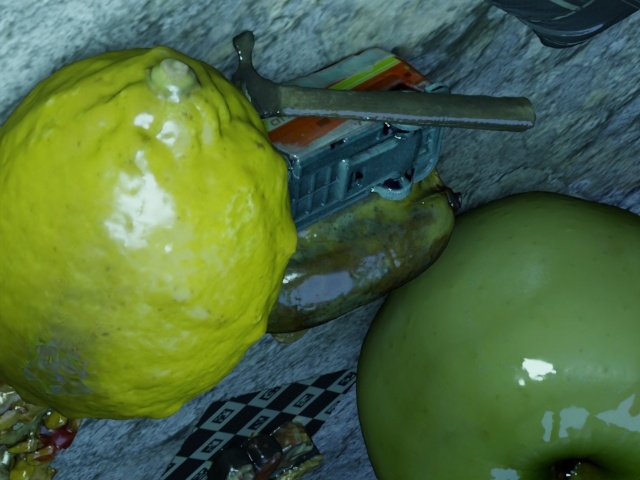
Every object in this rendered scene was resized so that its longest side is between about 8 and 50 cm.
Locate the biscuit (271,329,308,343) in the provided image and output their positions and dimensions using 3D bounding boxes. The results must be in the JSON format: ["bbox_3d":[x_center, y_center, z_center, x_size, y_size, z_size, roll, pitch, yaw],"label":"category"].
[{"bbox_3d":[0.030,0.028,2.213,0.234,0.030,0.153,-37,158,-1],"label":"biscuit"}]

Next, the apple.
[{"bbox_3d":[0.265,0.160,2.259,0.474,0.473,0.473,-31,156,-15],"label":"apple"}]

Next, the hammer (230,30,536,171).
[{"bbox_3d":[0.059,-0.118,1.764,0.297,0.125,0.027,0,170,-27],"label":"hammer"}]

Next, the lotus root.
[{"bbox_3d":[0.000,0.000,1.948,0.275,0.152,0.160,-19,-172,-21],"label":"lotus root"}]

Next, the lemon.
[{"bbox_3d":[-0.152,-0.009,1.591,0.285,0.285,0.316,1,114,-56],"label":"lemon"}]

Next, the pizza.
[{"bbox_3d":[-0.351,0.227,1.986,0.251,0.074,0.287,-20,150,-31],"label":"pizza"}]

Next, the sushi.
[{"bbox_3d":[-0.079,0.274,2.496,0.290,0.050,0.264,-11,145,-46],"label":"sushi"}]

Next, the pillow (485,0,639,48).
[{"bbox_3d":[0.220,-0.260,1.865,0.161,0.092,0.335,-41,157,17],"label":"pillow"}]

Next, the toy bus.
[{"bbox_3d":[-0.013,-0.079,1.825,0.265,0.120,0.121,-27,147,-28],"label":"toy bus"}]
